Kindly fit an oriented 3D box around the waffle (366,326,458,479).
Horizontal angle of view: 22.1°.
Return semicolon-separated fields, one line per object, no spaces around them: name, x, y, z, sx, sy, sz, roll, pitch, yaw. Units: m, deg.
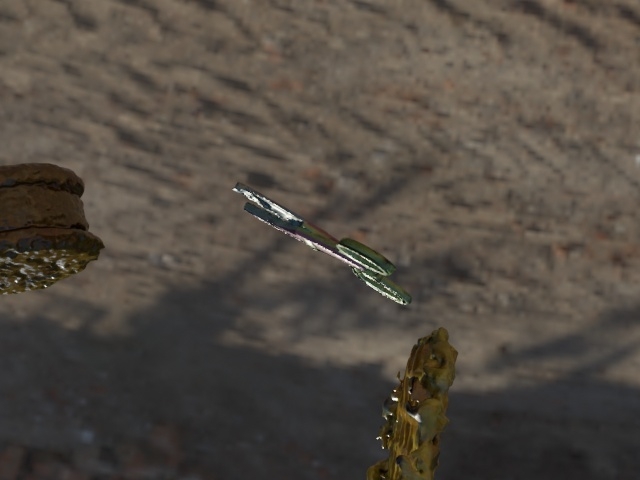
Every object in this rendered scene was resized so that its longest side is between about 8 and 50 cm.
waffle;0.089;0.232;1.720;0.060;0.280;0.262;11;131;-2

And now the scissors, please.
scissors;0.000;0.000;1.533;0.187;0.020;0.133;29;168;19

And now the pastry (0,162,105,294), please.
pastry;-0.324;-0.010;1.689;0.188;0.103;0.189;-13;166;-3
